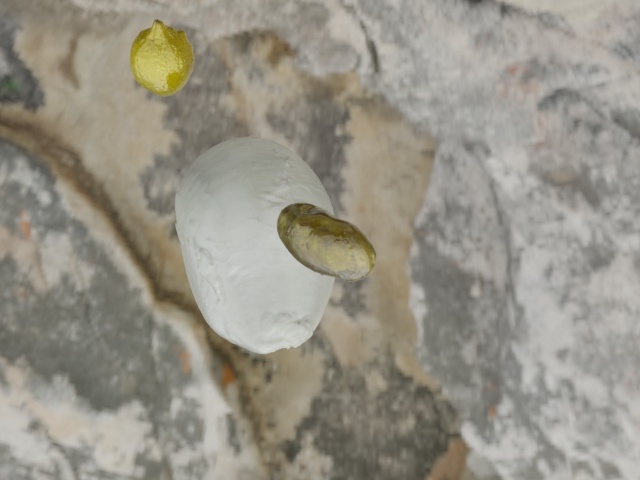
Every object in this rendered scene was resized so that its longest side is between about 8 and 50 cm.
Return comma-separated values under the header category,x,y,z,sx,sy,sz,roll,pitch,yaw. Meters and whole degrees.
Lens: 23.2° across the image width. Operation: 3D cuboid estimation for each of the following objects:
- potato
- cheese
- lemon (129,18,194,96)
category,x,y,z,sx,sy,sz,roll,pitch,yaw
potato,0.000,0.000,1.104,0.046,0.092,0.045,-11,122,-41
cheese,-0.062,-0.005,1.536,0.154,0.198,0.189,-19,116,-10
lemon,-0.157,-0.180,1.538,0.065,0.065,0.092,2,141,2
